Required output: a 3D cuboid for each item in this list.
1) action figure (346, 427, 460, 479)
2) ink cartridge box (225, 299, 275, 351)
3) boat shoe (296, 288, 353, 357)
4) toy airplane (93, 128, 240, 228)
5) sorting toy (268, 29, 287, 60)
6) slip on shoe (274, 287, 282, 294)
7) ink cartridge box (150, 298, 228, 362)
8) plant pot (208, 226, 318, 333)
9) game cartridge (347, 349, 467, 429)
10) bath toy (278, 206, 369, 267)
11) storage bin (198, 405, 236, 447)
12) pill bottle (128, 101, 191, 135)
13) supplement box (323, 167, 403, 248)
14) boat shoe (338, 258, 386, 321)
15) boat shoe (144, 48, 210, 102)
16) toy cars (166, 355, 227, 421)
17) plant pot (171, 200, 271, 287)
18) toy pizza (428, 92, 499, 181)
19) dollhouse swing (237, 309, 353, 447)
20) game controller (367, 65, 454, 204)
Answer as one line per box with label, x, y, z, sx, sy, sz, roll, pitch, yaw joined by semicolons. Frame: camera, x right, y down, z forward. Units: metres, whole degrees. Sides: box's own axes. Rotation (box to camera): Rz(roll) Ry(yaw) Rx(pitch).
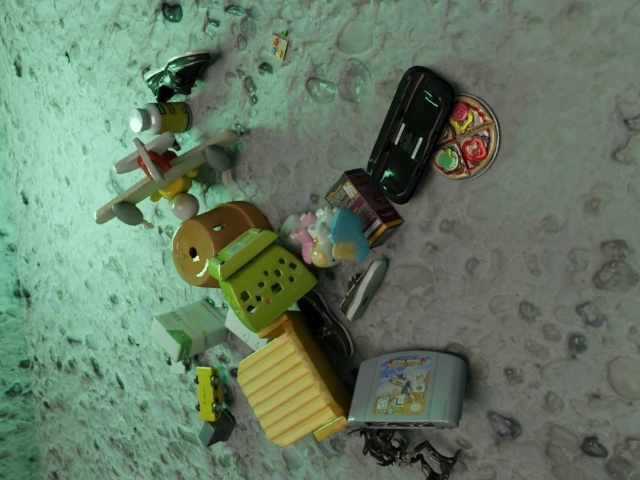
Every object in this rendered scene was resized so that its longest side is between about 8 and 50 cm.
action figure;0.215;0.534;1.684;0.276;0.141;0.164;27;125;13
ink cartridge box;-0.206;0.225;2.035;0.189;0.066;0.232;34;126;30
boat shoe;0.009;0.246;1.838;0.227;0.069;0.081;55;130;16
toy airplane;-0.458;-0.184;1.939;0.386;0.384;0.272;-25;99;43
sorting toy;-0.116;-0.547;1.776;0.062;0.012;0.083;36;123;30
slip on shoe;-0.158;0.145;1.946;0.135;0.051;0.041;2;85;11
ink cartridge box;-0.437;0.300;2.154;0.154;0.212;0.093;37;127;28
plant pot;-0.176;0.093;1.770;0.207;0.227;0.228;54;167;-15
game cartridge;0.215;0.373;1.608;0.297;0.062;0.198;-11;51;33
bath toy;0.000;0.000;1.682;0.151;0.129;0.348;-64;22;-11
storage bin;-0.378;0.666;2.280;0.098;0.091;0.135;44;126;24
pill bottle;-0.516;-0.391;2.057;0.103;0.184;0.103;13;110;39
supplement box;0.110;-0.082;1.652;0.188;0.081;0.104;54;131;17
boat shoe;0.105;0.124;1.714;0.070;0.078;0.219;43;128;24
boat shoe;-0.441;-0.505;2.001;0.340;0.127;0.113;-7;97;44
toy cars;-0.438;0.459;2.288;0.393;0.087;0.176;50;117;25
plant pot;-0.313;0.028;1.957;0.291;0.203;0.290;6;99;38
toy pizza;0.311;-0.234;1.465;0.201;0.032;0.201;13;110;39
dollhouse swing;-0.109;0.423;1.827;0.305;0.315;0.346;-32;78;7
game controller;0.208;-0.246;1.524;0.166;0.067;0.319;43;127;33
